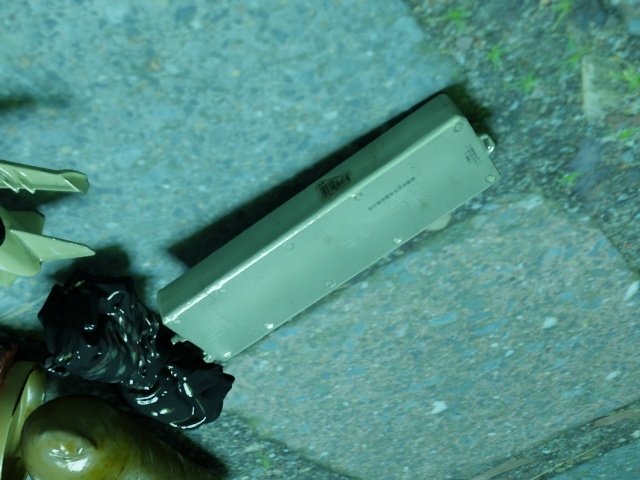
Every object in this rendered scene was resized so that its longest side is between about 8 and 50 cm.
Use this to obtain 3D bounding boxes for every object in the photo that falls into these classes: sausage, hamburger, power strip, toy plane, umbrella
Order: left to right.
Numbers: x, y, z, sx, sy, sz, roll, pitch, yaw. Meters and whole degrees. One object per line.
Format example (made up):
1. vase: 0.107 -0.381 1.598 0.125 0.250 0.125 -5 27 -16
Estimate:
1. toy plane: -0.312 -0.034 0.638 0.242 0.104 0.256 -17 149 29
2. hamburger: -0.368 0.184 0.830 0.136 0.175 0.175 12 136 -4
3. sausage: -0.228 0.290 0.973 0.136 0.123 0.501 15 156 20
4. umbrella: -0.188 0.130 0.855 0.122 0.110 0.272 -30 141 7
5. power strip: 0.000 0.000 0.766 0.367 0.043 0.106 -34 136 10
